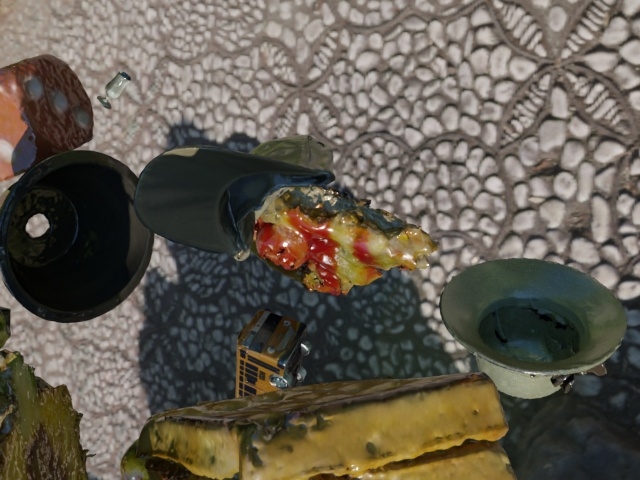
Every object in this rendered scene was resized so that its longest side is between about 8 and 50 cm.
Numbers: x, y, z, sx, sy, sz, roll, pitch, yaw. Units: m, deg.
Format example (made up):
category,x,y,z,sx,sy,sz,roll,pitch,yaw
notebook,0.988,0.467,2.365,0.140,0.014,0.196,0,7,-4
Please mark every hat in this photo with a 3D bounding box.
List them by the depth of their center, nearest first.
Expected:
category,x,y,z,sx,sy,sz,roll,pitch,yaw
hat,-0.109,-0.089,1.060,0.214,0.245,0.149,-38,38,34
hat,0.294,0.146,1.150,0.257,0.257,0.130,31,136,39

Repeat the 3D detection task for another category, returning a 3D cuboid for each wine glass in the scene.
category,x,y,z,sx,sy,sz,roll,pitch,yaw
wine glass,-0.437,-0.320,1.718,0.083,0.039,0.042,-42,45,20

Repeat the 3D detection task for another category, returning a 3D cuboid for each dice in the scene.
category,x,y,z,sx,sy,sz,roll,pitch,yaw
dice,-0.519,-0.212,1.414,0.175,0.174,0.179,-13,106,27

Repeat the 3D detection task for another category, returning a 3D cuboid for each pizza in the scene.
category,x,y,z,sx,sy,sz,roll,pitch,yaw
pizza,0.000,0.000,1.366,0.406,0.440,0.130,7,65,41

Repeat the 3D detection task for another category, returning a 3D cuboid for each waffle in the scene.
category,x,y,z,sx,sy,sz,roll,pitch,yaw
waffle,-0.016,0.175,0.687,0.328,0.224,0.098,-24,72,63

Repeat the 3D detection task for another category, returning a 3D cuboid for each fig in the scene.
category,x,y,z,sx,sy,sz,roll,pitch,yaw
fig,-0.303,0.444,1.584,0.133,0.185,0.126,9,85,26

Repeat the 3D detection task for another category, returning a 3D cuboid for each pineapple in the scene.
category,x,y,z,sx,sy,sz,roll,pitch,yaw
pineapple,-0.428,0.264,0.963,0.209,0.344,0.286,-7,106,2

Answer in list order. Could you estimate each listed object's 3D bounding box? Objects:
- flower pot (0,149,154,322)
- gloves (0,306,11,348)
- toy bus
category,x,y,z,sx,sy,sz,roll,pitch,yaw
flower pot,-0.416,-0.013,1.286,0.166,0.269,0.269,9,101,45
gloves,-0.587,0.151,1.368,0.107,0.135,0.268,63,162,-7
toy bus,-0.087,0.212,1.390,0.114,0.098,0.201,22,141,11
